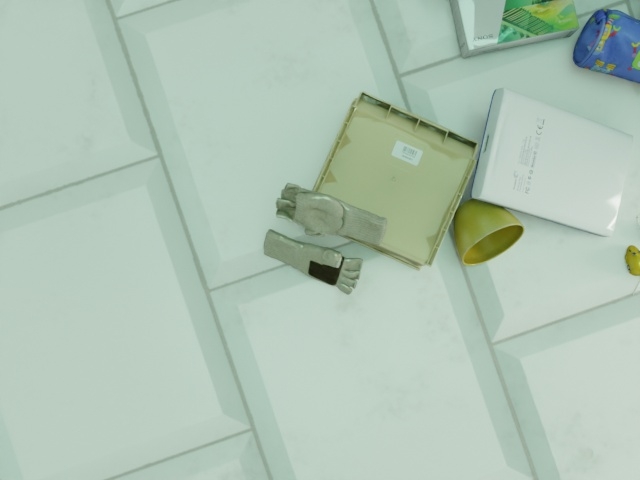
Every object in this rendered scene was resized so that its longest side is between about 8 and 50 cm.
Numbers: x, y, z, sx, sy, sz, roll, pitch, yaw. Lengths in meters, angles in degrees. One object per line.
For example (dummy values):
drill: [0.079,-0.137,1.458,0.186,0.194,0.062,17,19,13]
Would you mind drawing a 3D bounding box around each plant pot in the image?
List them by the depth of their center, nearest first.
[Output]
plant pot: [0.312,-0.028,1.429,0.134,0.134,0.095,-25,64,-3]

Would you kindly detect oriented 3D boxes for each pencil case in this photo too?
pencil case: [0.660,-0.367,1.441,0.306,0.119,0.133,13,129,-2]

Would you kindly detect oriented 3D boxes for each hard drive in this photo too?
hard drive: [0.451,-0.145,1.419,0.318,0.040,0.210,14,87,-22]

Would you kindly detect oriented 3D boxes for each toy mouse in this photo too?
toy mouse: [0.687,0.022,1.481,0.143,0.031,0.161,-10,89,-3]

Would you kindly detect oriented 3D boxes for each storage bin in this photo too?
storage bin: [0.133,-0.112,1.417,0.262,0.123,0.260,24,87,-1]

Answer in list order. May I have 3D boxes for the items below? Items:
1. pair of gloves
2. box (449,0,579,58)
pair of gloves: [0.000,0.000,1.362,0.204,0.240,0.042,23,52,-1]
box: [0.365,-0.546,1.470,0.232,0.058,0.322,-13,90,-2]
